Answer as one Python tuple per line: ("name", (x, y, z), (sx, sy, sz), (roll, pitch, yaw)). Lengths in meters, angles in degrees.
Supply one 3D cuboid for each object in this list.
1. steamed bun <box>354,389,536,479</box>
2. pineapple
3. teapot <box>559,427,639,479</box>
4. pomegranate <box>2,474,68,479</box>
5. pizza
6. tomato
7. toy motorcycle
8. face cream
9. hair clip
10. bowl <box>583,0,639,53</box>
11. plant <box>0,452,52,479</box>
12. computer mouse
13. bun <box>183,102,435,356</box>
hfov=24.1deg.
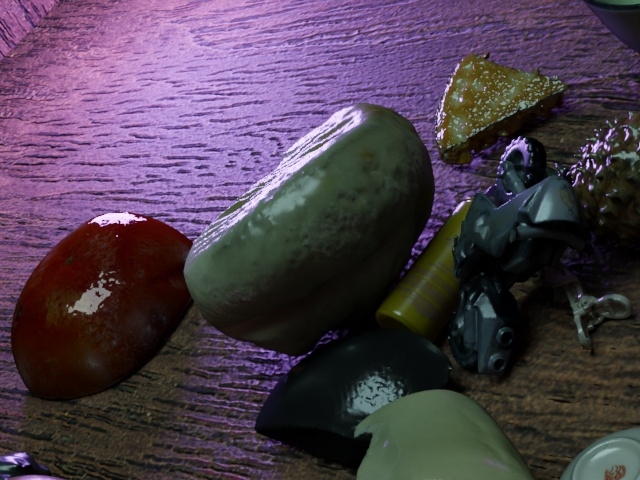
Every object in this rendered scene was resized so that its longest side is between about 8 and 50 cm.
("steamed bun", (0.099, 0.255, 1.442), (0.200, 0.170, 0.225), (-66, 18, 15))
("pineapple", (0.316, -0.058, 1.700), (0.279, 0.158, 0.158), (-16, 35, 52))
("teapot", (0.293, 0.231, 1.368), (0.245, 0.116, 0.159), (-45, 18, -24))
("pomegranate", (-0.288, 0.400, 1.560), (0.319, 0.319, 0.319), (-28, 31, 18))
("pizza", (0.252, -0.183, 2.028), (0.199, 0.062, 0.188), (-4, 56, 36))
("tomato", (-0.341, 0.074, 2.245), (0.338, 0.144, 0.338), (-27, 33, 20))
("toy motorcycle", (0.215, 0.023, 1.657), (0.159, 0.106, 0.270), (31, 108, 62))
("face cream", (0.174, 0.011, 1.820), (0.078, 0.078, 0.273), (8, 54, 53))
("hair clip", (0.279, 0.049, 1.694), (0.072, 0.034, 0.226), (-34, 28, 1))
("bowl", (0.503, -0.330, 1.820), (0.354, 0.185, 0.354), (-28, 31, 18))
("plant", (-0.439, 0.380, 1.928), (0.256, 0.142, 0.164), (-40, 27, 20))
("computer mouse", (0.027, 0.169, 1.751), (0.295, 0.087, 0.168), (1, 44, 51))
("bun", (0.000, 0.000, 1.863), (0.365, 0.219, 0.365), (-42, 7, 6))
